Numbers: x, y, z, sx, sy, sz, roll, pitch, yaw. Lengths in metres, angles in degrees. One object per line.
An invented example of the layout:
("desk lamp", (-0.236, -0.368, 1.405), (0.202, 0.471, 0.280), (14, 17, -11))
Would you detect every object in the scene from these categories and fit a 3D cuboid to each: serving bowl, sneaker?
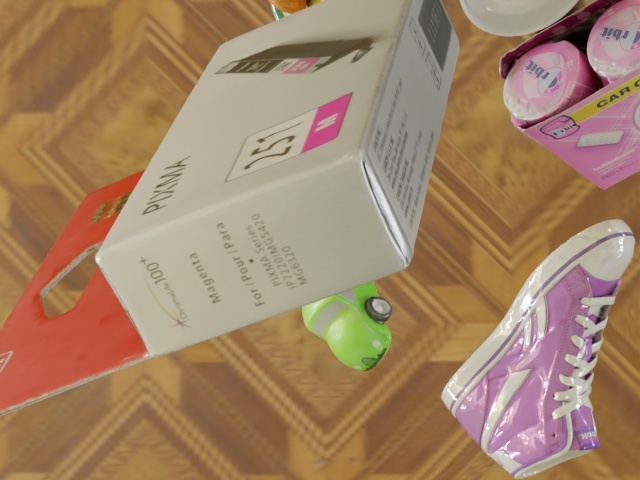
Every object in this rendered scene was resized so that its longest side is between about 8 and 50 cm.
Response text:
("serving bowl", (0.117, -0.162, 1.062), (0.083, 0.083, 0.027), (-29, 45, 7))
("sneaker", (0.257, 0.121, 1.809), (0.161, 0.102, 0.282), (51, 123, 30))

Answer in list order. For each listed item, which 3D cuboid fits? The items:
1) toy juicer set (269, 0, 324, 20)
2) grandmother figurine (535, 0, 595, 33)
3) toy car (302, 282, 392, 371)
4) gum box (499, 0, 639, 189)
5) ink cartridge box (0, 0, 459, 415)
("toy juicer set", (-0.027, -0.233, 1.639), (0.089, 0.209, 0.329), (-14, 100, -27))
("grandmother figurine", (0.128, -0.219, 1.396), (0.342, 0.208, 0.104), (30, 118, -10))
("toy car", (0.000, 0.000, 1.419), (0.239, 0.053, 0.225), (-54, 43, 42))
("gum box", (0.211, -0.110, 1.099), (0.188, 0.107, 0.062), (-30, 56, 25))
("ink cartridge box", (-0.059, -0.030, 0.870), (0.238, 0.275, 0.060), (-20, 111, 17))
